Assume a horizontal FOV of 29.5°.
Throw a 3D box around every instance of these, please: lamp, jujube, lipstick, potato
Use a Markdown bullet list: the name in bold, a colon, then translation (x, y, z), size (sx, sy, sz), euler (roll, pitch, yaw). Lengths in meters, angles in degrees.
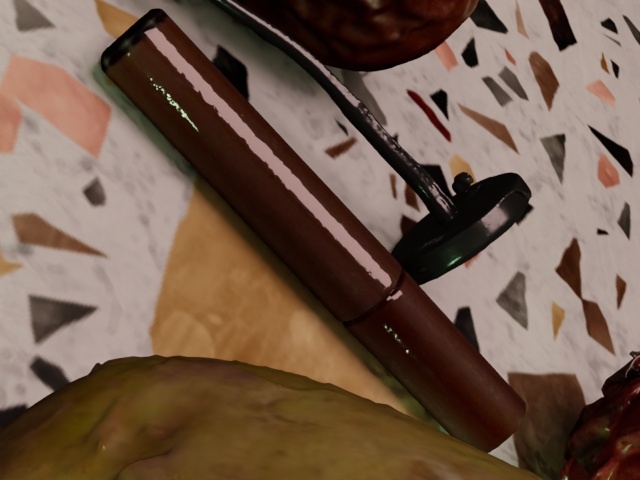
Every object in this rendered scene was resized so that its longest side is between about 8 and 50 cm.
- **lamp**: translation (-0.019, -0.096, 0.776), size (0.371, 0.130, 0.108), euler (40, 41, -26)
- **jujube**: translation (0.008, -0.216, 0.840), size (0.243, 0.183, 0.183), euler (25, 47, -40)
- **lipstick**: translation (0.000, 0.000, 0.775), size (0.357, 0.057, 0.057), euler (46, 38, -13)
- **potato**: translation (-0.053, 0.171, 0.462), size (0.237, 0.301, 0.289), euler (32, 5, -1)

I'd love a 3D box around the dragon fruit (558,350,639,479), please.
- **dragon fruit**: translation (0.276, 0.192, 0.805), size (0.244, 0.244, 0.299), euler (34, 60, -29)
